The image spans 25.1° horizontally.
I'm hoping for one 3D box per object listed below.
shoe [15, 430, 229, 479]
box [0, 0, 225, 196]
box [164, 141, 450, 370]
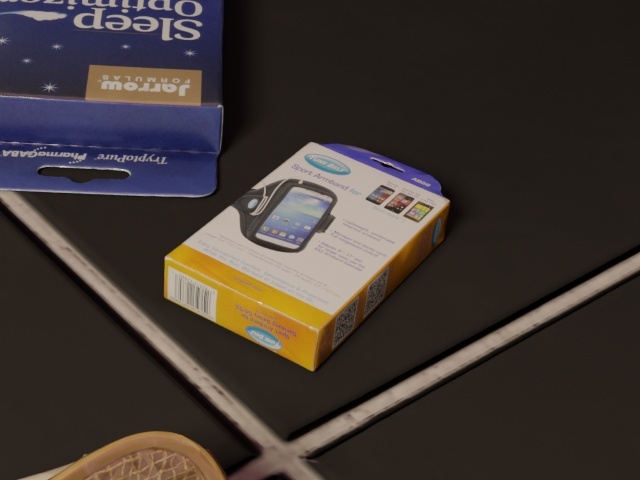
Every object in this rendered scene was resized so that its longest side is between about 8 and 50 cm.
[{"bbox_3d":[-0.131,0.126,0.467,0.219,0.058,0.077,-17,74,-22],"label":"shoe"},{"bbox_3d":[-0.119,-0.103,0.774,0.136,0.037,0.225,2,39,-5],"label":"box"},{"bbox_3d":[0.000,0.000,0.664,0.081,0.028,0.136,25,39,22],"label":"box"}]
